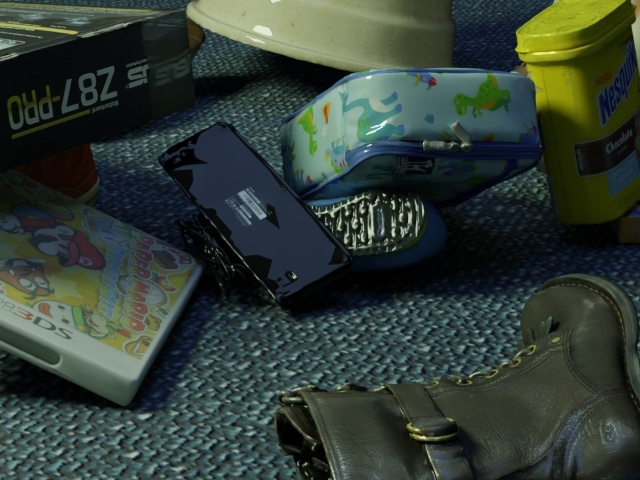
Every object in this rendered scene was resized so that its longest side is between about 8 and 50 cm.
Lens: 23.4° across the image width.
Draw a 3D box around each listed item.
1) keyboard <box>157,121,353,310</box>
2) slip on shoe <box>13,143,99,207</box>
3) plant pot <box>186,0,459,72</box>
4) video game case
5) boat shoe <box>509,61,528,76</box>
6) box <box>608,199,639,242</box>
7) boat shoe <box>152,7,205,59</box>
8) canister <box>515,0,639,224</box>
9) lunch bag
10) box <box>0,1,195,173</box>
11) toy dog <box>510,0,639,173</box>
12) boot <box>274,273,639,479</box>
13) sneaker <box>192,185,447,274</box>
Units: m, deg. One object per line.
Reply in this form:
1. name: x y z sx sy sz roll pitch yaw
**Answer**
1. keyboard: -0.064 -0.012 1.222 0.100 0.038 0.192 -27 53 -20
2. slip on shoe: -0.293 -0.036 1.273 0.123 0.101 0.331 11 24 22
3. plant pot: 0.036 -0.376 1.796 0.333 0.306 0.334 12 15 -3
4. video game case: -0.200 0.020 1.114 0.206 0.026 0.227 25 21 -2
5. boat shoe: 0.263 -0.208 1.818 0.050 0.045 0.135 15 25 35
6. box: 0.320 -0.023 1.343 0.136 0.028 0.081 -2 20 0
7. boat shoe: -0.221 -0.172 1.687 0.104 0.089 0.285 35 33 13
8. canister: 0.230 -0.112 1.313 0.073 0.170 0.126 0 24 34
9. lunch bag: 0.074 -0.078 1.285 0.176 0.090 0.219 0 -10 -23
10. box: -0.353 -0.130 1.261 0.394 0.097 0.318 8 23 35
11. toy dog: 0.323 -0.272 1.469 0.395 0.408 0.284 -8 21 -21
12. boot: 0.086 0.096 0.929 0.228 0.091 0.263 -2 22 -8
13. sneaker: 0.000 0.000 1.250 0.209 0.069 0.082 -3 -18 21
